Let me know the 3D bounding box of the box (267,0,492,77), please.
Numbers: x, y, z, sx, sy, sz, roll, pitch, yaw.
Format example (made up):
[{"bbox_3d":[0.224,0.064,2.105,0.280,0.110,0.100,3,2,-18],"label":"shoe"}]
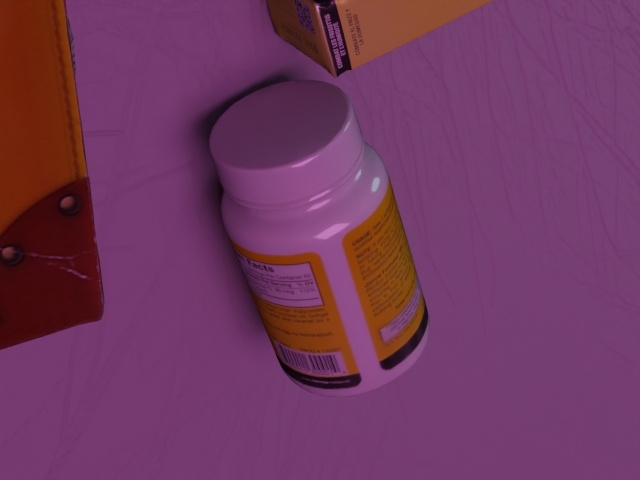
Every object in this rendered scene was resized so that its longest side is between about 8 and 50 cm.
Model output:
[{"bbox_3d":[0.081,-0.193,0.879,0.232,0.087,0.058,-27,129,-16],"label":"box"}]

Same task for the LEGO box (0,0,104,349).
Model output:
[{"bbox_3d":[-0.379,-0.065,0.468,0.500,0.372,0.193,-17,125,-24],"label":"LEGO box"}]

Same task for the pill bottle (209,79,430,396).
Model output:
[{"bbox_3d":[0.000,0.000,0.922,0.119,0.119,0.208,-30,130,-14],"label":"pill bottle"}]
